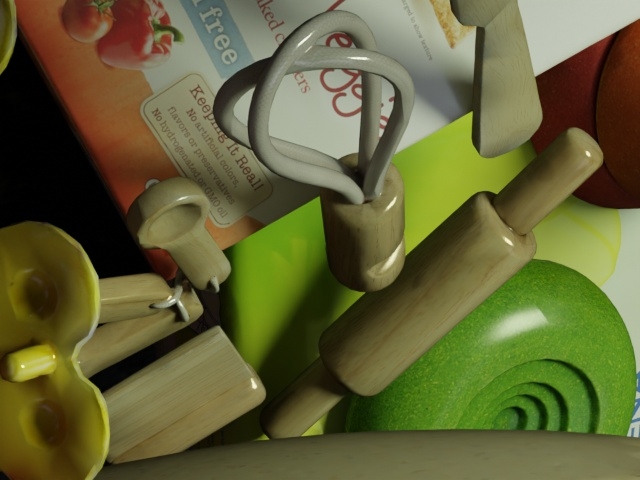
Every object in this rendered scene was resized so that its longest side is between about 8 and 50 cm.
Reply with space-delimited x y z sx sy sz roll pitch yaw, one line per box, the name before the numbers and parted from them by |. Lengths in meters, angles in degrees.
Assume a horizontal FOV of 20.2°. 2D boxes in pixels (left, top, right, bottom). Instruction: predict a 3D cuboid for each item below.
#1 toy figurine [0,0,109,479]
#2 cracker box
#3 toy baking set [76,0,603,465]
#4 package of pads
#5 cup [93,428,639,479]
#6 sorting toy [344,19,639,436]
toy figurine | -0.193 -0.080 0.450 0.191 0.217 0.362 -16 100 -15
cracker box | 0.011 -0.113 0.564 0.232 0.067 0.155 -30 110 -6
toy baking set | 0.003 0.002 0.548 0.256 0.030 0.197 -41 154 21
package of pads | 0.074 0.013 0.749 0.297 0.101 0.229 -13 119 -23
cup | -0.052 0.193 0.489 0.237 0.331 0.331 11 144 11
sorting toy | 0.101 0.065 0.649 0.127 0.126 0.365 18 103 -35
